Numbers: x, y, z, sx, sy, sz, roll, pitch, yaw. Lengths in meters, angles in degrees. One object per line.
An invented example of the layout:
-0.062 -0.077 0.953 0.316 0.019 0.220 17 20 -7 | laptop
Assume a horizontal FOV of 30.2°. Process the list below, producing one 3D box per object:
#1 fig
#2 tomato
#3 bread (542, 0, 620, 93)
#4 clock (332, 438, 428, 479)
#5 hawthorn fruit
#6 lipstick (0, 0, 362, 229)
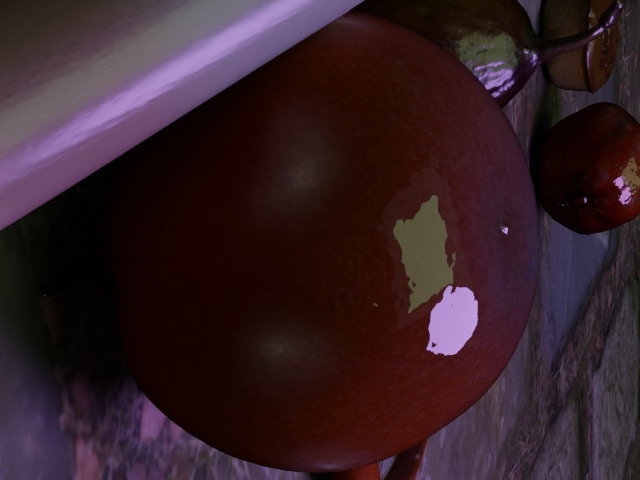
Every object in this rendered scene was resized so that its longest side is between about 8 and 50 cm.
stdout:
0.099 -0.144 0.918 0.149 0.202 0.148 -134 -121 -75 | fig
0.000 0.000 0.653 0.256 0.224 0.256 6 83 -60 | tomato
0.334 -0.251 1.519 0.156 0.086 0.125 60 42 -51 | bread
0.051 0.126 0.988 0.205 0.051 0.205 5 90 -67 | clock
0.341 -0.081 1.494 0.194 0.157 0.157 -42 132 -44 | hawthorn fruit
-0.044 -0.119 0.536 0.327 0.087 0.087 -38 132 -29 | lipstick
